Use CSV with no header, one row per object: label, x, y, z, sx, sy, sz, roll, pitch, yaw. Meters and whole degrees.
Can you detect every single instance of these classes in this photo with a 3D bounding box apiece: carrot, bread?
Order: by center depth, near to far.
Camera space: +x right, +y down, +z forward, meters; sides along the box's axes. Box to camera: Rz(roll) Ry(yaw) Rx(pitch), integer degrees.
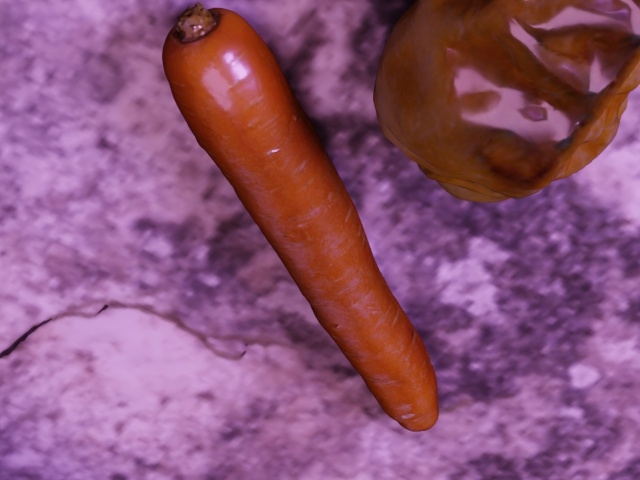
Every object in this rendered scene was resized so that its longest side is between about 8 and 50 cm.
bread,0.107,-0.118,0.671,0.087,0.098,0.269,44,126,15
carrot,0.000,0.000,0.798,0.043,0.043,0.248,-20,131,13
